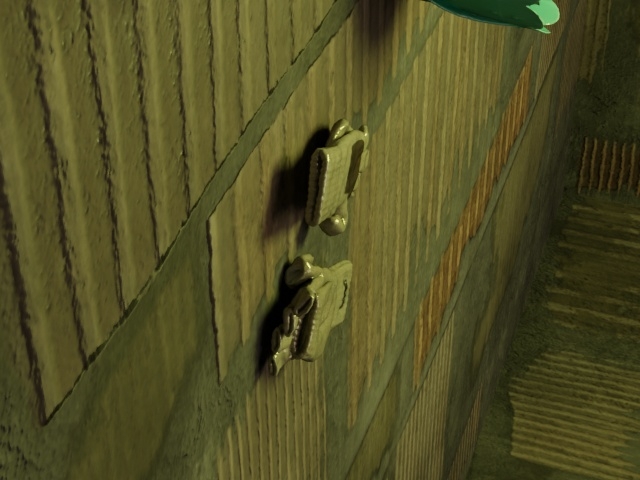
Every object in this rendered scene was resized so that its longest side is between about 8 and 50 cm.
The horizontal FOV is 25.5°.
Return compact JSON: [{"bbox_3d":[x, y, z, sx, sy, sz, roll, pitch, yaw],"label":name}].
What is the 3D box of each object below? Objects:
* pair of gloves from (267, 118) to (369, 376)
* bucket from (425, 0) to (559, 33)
[{"bbox_3d":[0.000,0.000,1.401,0.204,0.042,0.240,-49,149,-68],"label":"pair of gloves"},{"bbox_3d":[0.178,-0.368,1.506,0.281,0.183,0.281,11,90,-75],"label":"bucket"}]
